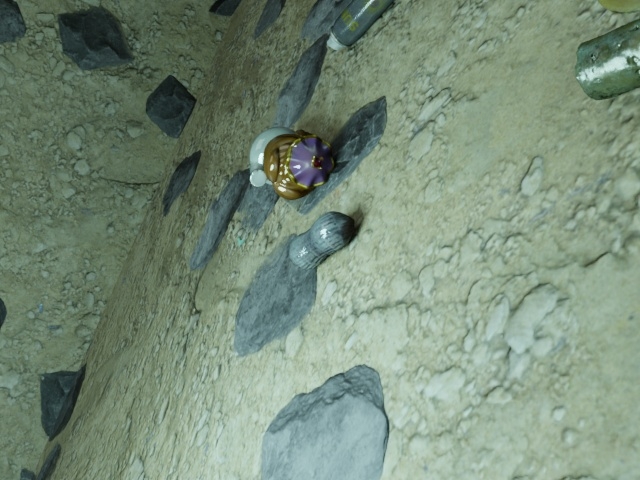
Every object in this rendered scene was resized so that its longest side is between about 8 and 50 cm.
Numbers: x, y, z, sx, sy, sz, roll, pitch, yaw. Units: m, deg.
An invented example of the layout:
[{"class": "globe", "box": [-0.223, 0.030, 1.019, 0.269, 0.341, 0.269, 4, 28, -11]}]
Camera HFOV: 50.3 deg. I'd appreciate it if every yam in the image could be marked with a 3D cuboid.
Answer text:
[{"class": "yam", "box": [0.371, -0.216, 0.757, 0.179, 0.078, 0.078, -19, 49, 57]}]

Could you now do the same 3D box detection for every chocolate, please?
[{"class": "chocolate", "box": [0.000, 0.000, 1.260, 0.167, 0.072, 0.072, -36, 36, 45]}]

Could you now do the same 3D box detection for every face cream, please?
[{"class": "face cream", "box": [0.114, -0.550, 1.591, 0.283, 0.073, 0.073, -40, 33, 39]}]

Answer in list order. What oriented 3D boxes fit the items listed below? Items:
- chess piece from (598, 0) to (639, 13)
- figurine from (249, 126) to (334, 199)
[{"class": "chess piece", "box": [0.393, -0.380, 0.891, 0.090, 0.090, 0.200, -41, 21, 38]}, {"class": "figurine", "box": [-0.071, -0.177, 1.497, 0.189, 0.142, 0.263, -40, 25, -6]}]
